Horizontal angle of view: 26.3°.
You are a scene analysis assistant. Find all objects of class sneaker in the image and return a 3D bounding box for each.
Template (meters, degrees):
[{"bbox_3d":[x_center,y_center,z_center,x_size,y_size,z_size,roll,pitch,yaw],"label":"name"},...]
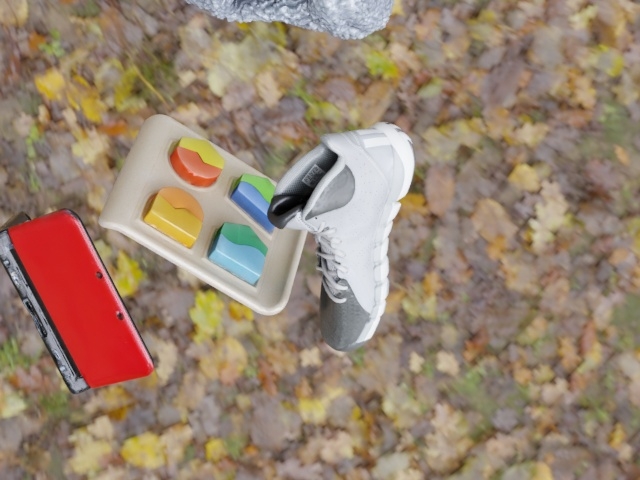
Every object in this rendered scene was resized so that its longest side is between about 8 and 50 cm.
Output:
[{"bbox_3d":[0.000,0.000,1.260,0.132,0.086,0.228,-5,114,-39],"label":"sneaker"}]

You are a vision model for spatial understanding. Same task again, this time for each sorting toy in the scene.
[{"bbox_3d":[-0.110,-0.035,1.434,0.208,0.193,0.038,28,130,-11],"label":"sorting toy"}]

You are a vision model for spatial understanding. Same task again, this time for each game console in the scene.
[{"bbox_3d":[-0.188,0.039,1.081,0.085,0.124,0.144,-23,102,7],"label":"game console"}]

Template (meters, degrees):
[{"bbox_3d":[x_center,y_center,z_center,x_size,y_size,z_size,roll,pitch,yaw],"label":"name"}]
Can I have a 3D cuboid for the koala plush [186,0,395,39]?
[{"bbox_3d":[-0.058,-0.258,0.953,0.203,0.221,0.196,2,83,14],"label":"koala plush"}]
